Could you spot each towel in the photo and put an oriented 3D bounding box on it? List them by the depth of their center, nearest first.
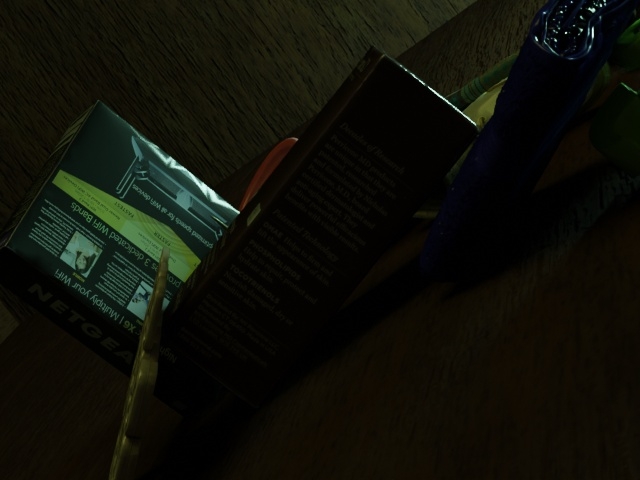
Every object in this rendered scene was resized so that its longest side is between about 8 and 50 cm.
[{"bbox_3d":[0.195,-0.119,1.446,0.227,0.076,0.308,-45,-16,-47],"label":"towel"},{"bbox_3d":[0.347,-0.287,2.054,0.370,0.040,0.271,-32,-4,32],"label":"towel"}]

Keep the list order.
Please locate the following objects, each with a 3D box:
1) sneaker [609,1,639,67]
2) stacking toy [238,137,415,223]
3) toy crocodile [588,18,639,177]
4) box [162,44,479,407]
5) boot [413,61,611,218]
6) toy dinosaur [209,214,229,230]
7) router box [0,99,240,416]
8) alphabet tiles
[{"bbox_3d":[0.446,-0.289,1.776,0.162,0.106,0.281,-13,-8,-11],"label":"sneaker"},{"bbox_3d":[0.000,0.000,1.959,0.309,0.130,0.280,0,65,63],"label":"stacking toy"},{"bbox_3d":[0.387,-0.192,1.372,0.340,0.115,0.105,-38,13,9],"label":"toy crocodile"},{"bbox_3d":[-0.003,-0.022,1.624,0.381,0.143,0.191,-50,8,6],"label":"box"},{"bbox_3d":[0.210,-0.127,1.762,0.203,0.095,0.262,-43,9,-36],"label":"boot"},{"bbox_3d":[-0.064,-0.004,1.784,0.092,0.053,0.183,15,10,20],"label":"toy dinosaur"},{"bbox_3d":[-0.213,0.022,1.775,0.081,0.309,0.243,-31,26,48],"label":"router box"},{"bbox_3d":[-0.188,0.156,1.550,0.284,0.021,0.278,-108,32,-75],"label":"alphabet tiles"}]
